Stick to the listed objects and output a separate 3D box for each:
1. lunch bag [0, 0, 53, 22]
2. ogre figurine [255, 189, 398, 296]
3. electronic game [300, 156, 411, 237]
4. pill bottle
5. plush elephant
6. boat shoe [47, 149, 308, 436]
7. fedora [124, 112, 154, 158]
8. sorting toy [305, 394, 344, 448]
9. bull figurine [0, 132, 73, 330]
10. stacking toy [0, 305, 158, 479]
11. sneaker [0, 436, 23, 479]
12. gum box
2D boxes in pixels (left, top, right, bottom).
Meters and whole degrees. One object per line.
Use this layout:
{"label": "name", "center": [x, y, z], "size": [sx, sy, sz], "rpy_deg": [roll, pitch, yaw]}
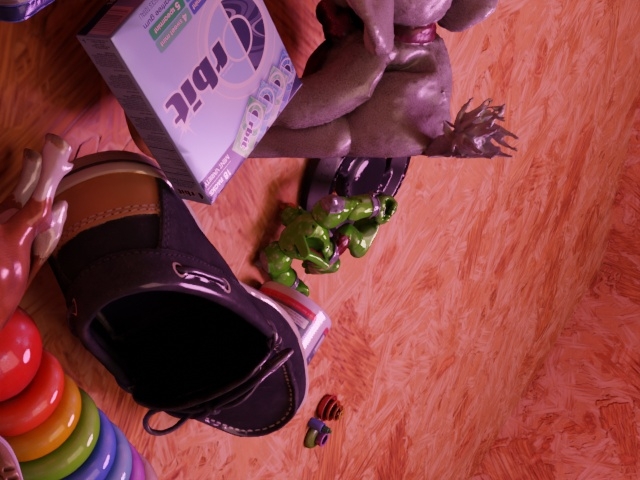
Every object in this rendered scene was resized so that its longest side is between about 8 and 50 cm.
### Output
{"label": "lunch bag", "center": [-0.224, -0.192, 0.722], "size": [0.067, 0.098, 0.065], "rpy_deg": [-51, 155, -42]}
{"label": "ogre figurine", "center": [0.000, 0.000, 1.342], "size": [0.118, 0.197, 0.097], "rpy_deg": [23, 51, -53]}
{"label": "electronic game", "center": [0.053, -0.096, 1.438], "size": [0.229, 0.048, 0.229], "rpy_deg": [-38, 146, -32]}
{"label": "pill bottle", "center": [-0.074, 0.153, 1.332], "size": [0.180, 0.108, 0.108], "rpy_deg": [-58, 155, -18]}
{"label": "plush elephant", "center": [0.051, -0.218, 1.097], "size": [0.272, 0.330, 0.255], "rpy_deg": [-13, 105, -52]}
{"label": "boat shoe", "center": [-0.128, 0.108, 1.051], "size": [0.186, 0.156, 0.500], "rpy_deg": [-23, 145, 2]}
{"label": "fedora", "center": [-0.139, -0.172, 0.937], "size": [0.194, 0.079, 0.194], "rpy_deg": [-45, 147, -41]}
{"label": "sorting toy", "center": [0.010, 0.307, 1.725], "size": [0.061, 0.042, 0.102], "rpy_deg": [1, 111, -64]}
{"label": "bull figurine", "center": [-0.285, -0.044, 0.727], "size": [0.188, 0.101, 0.310], "rpy_deg": [-59, 155, -21]}
{"label": "stacking toy", "center": [-0.261, 0.177, 0.961], "size": [0.141, 0.141, 0.330], "rpy_deg": [-52, 147, -28]}
{"label": "sneaker", "center": [-0.307, 0.278, 0.935], "size": [0.153, 0.099, 0.282], "rpy_deg": [-126, -143, -71]}
{"label": "gum box", "center": [-0.100, -0.149, 0.866], "size": [0.157, 0.041, 0.184], "rpy_deg": [-56, 141, -28]}
